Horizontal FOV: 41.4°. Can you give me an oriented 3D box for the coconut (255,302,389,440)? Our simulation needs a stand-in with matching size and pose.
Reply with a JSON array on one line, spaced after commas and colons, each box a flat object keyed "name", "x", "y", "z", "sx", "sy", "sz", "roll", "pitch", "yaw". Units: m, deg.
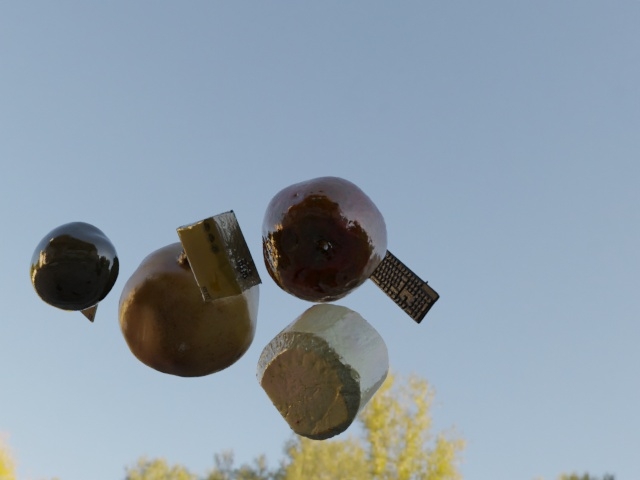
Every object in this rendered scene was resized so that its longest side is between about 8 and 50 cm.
[{"name": "coconut", "x": 0.010, "y": 0.247, "z": 1.649, "sx": 0.239, "sy": 0.244, "sz": 0.239, "roll": 6, "pitch": -73, "yaw": 19}]

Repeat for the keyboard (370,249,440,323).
[{"name": "keyboard", "x": 0.195, "y": 0.095, "z": 2.224, "sx": 0.018, "sy": 0.310, "sz": 0.101, "roll": 29, "pitch": -79, "yaw": -44}]

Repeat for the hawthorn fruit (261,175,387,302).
[{"name": "hawthorn fruit", "x": 0.000, "y": 0.000, "z": 1.776, "sx": 0.276, "sy": 0.277, "sz": 0.298, "roll": 10, "pitch": 7, "yaw": 0}]

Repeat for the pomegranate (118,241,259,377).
[{"name": "pomegranate", "x": -0.365, "y": 0.177, "z": 2.402, "sx": 0.416, "sy": 0.417, "sz": 0.417, "roll": 7, "pitch": -35, "yaw": 5}]

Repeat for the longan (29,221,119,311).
[{"name": "longan", "x": -0.624, "y": 0.064, "z": 2.167, "sx": 0.248, "sy": 0.248, "sz": 0.248, "roll": 7, "pitch": -35, "yaw": 5}]

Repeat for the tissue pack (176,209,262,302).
[{"name": "tissue pack", "x": -0.208, "y": 0.033, "z": 1.712, "sx": 0.120, "sy": 0.082, "sz": 0.169, "roll": -15, "pitch": -80, "yaw": 40}]

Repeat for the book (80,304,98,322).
[{"name": "book", "x": -0.739, "y": 0.162, "z": 2.623, "sx": 0.012, "sy": 0.172, "sz": 0.118, "roll": -5, "pitch": -60, "yaw": -48}]
